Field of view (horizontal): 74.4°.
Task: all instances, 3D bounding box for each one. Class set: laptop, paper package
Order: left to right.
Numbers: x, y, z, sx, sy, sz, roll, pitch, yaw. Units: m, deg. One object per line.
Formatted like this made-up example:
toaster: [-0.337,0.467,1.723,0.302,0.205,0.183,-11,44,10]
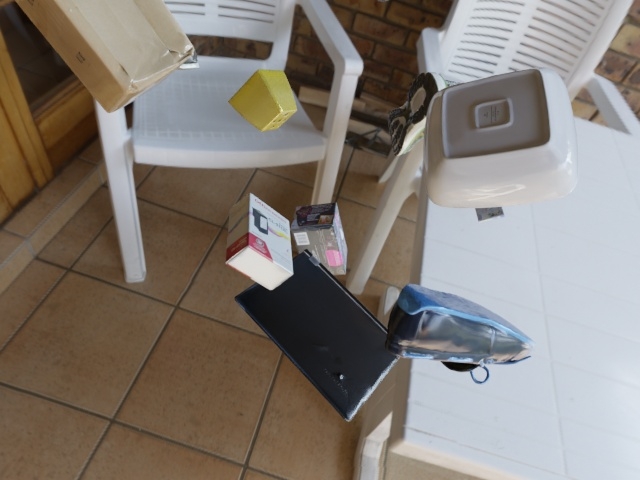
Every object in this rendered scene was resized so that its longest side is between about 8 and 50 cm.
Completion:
paper package: [-0.448,-0.446,0.858,0.168,0.309,0.325,-43,27,-19]
laptop: [0.011,0.243,1.163,0.236,0.408,0.382,-43,78,-11]

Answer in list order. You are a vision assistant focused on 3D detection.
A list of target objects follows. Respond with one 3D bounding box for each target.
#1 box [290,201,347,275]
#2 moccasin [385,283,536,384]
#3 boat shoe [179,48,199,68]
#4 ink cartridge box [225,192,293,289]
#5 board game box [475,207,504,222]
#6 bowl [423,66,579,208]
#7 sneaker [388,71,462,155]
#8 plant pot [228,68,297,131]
box: [0.000,0.000,1.571,0.163,0.247,0.142,-5,40,13]
moccasin: [0.232,0.162,0.726,0.342,0.117,0.138,21,11,-30]
boat shoe: [-0.499,-0.578,1.338,0.227,0.069,0.081,-20,25,-39]
ink cartridge box: [-0.131,-0.001,0.915,0.127,0.072,0.175,36,29,-34]
board game box: [0.609,-0.116,1.528,0.090,0.020,0.090,-15,64,22]
bowl: [0.168,-0.105,0.408,0.142,0.053,0.142,-4,65,25]
sneaker: [0.345,-0.384,1.354,0.182,0.410,0.158,-5,82,-12]
plant pot: [-0.231,-0.601,1.851,0.187,0.212,0.212,56,32,-2]
